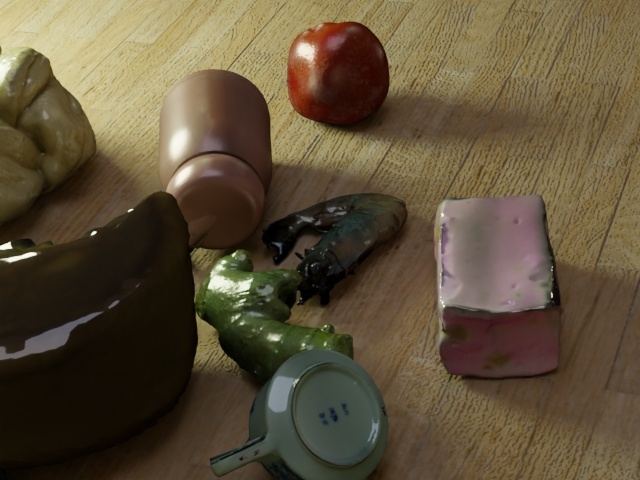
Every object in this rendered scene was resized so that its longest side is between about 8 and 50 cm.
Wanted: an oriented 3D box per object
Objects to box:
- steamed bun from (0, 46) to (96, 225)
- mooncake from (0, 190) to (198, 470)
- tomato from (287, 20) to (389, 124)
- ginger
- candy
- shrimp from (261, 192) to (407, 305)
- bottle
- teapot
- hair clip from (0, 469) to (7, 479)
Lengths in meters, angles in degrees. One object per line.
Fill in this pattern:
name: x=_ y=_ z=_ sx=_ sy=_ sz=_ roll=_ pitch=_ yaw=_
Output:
steamed bun: x=-0.525 y=-0.180 z=2.102 sx=0.325 sy=0.230 sz=0.372 roll=25 pitch=41 yaw=27
mooncake: x=-0.354 y=0.099 z=1.654 sx=0.394 sy=0.246 sz=0.393 roll=20 pitch=41 yaw=36
tomato: x=0.018 y=-0.273 z=2.201 sx=0.187 sy=0.187 sz=0.151 roll=16 pitch=62 yaw=29
ginger: x=-0.062 y=0.107 z=1.716 sx=0.137 sy=0.089 sz=0.290 roll=-33 pitch=42 yaw=-8
candy: x=0.224 y=0.050 z=1.741 sx=0.155 sy=0.116 sz=0.265 roll=-4 pitch=35 yaw=6
shrimp: x=-0.001 y=-0.008 z=1.907 sx=0.178 sy=0.075 sz=0.289 roll=9 pitch=38 yaw=34
bottle: x=-0.167 y=-0.104 z=2.001 sx=0.206 sy=0.173 sz=0.297 roll=-33 pitch=33 yaw=17
teapot: x=-0.021 y=0.216 z=1.537 sx=0.232 sy=0.159 sz=0.159 roll=-19 pitch=35 yaw=-37
hair clip: x=-0.346 y=0.298 z=1.549 sx=0.070 sy=0.039 sz=0.229 roll=-25 pitch=38 yaw=-23
